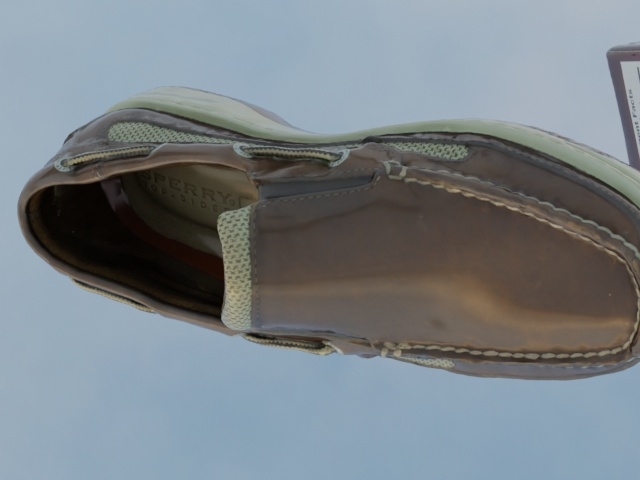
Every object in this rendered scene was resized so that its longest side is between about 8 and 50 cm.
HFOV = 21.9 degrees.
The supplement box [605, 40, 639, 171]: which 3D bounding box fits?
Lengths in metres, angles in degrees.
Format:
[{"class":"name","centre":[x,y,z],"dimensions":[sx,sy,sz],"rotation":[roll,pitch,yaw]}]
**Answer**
[{"class":"supplement box","centre":[0.229,-0.064,0.765],"dimensions":[0.104,0.080,0.188],"rotation":[-16,-170,-18]}]

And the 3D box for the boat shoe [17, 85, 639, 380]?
[{"class":"boat shoe","centre":[0.000,0.008,0.578],"dimensions":[0.257,0.095,0.095],"rotation":[9,-156,35]}]
